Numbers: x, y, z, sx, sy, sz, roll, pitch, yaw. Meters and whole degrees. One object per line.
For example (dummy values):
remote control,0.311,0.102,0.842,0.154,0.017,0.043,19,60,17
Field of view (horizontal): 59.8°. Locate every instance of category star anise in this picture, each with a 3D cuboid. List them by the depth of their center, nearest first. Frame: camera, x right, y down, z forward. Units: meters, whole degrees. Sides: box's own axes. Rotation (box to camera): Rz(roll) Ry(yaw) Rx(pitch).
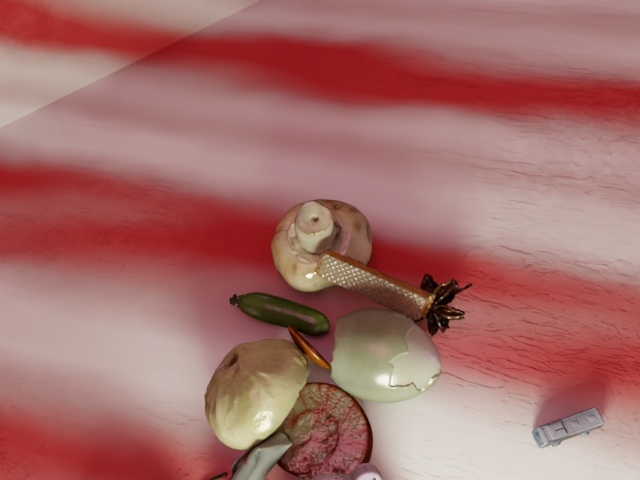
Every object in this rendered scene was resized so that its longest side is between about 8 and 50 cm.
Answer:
star anise,0.370,0.214,1.804,0.220,0.126,0.190,12,76,33

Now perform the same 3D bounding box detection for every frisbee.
frisbee,-0.042,0.349,1.778,0.035,0.192,0.192,-44,62,-6

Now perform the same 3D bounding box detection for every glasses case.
glasses case,-0.206,0.666,1.598,0.083,0.128,0.308,45,112,36

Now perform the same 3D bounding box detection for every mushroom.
mushroom,-0.001,0.021,1.903,0.353,0.353,0.324,16,99,20

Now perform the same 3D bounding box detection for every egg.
egg,0.195,0.347,1.678,0.336,0.278,0.278,5,63,13

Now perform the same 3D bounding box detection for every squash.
squash,-0.144,0.244,1.912,0.379,0.101,0.101,14,66,21

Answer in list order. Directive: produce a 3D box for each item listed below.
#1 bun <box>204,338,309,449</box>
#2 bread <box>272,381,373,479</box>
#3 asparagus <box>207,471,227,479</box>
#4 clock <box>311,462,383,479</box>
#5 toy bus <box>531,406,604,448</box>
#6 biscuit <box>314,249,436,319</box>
bun,-0.215,0.431,1.670,0.364,0.202,0.364,-39,19,16
bread,0.000,0.588,1.682,0.328,0.114,0.295,34,74,27
asparagus,-0.364,0.759,1.723,0.163,0.016,0.016,-28,79,-5
clock,0.048,0.773,1.503,0.322,0.113,0.295,-24,95,-6
toy bus,0.705,0.534,1.582,0.191,0.075,0.064,-19,60,0
biscuit,0.166,0.140,1.741,0.379,0.094,0.054,24,24,6
